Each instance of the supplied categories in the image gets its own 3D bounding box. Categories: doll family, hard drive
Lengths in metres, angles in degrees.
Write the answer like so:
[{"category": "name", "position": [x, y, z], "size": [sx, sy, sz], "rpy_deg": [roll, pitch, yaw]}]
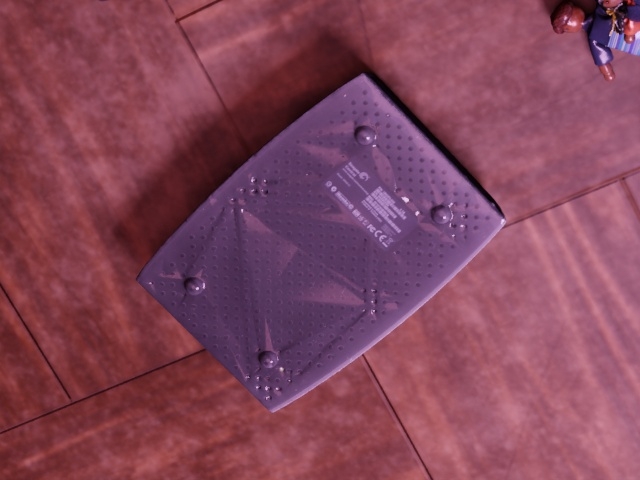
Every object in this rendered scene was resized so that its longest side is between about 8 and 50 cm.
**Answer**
[{"category": "doll family", "position": [0.224, -0.186, 1.194], "size": [0.111, 0.076, 0.193], "rpy_deg": [11, 118, 2]}, {"category": "hard drive", "position": [0.000, 0.000, 1.332], "size": [0.172, 0.054, 0.254], "rpy_deg": [45, 114, -9]}]
